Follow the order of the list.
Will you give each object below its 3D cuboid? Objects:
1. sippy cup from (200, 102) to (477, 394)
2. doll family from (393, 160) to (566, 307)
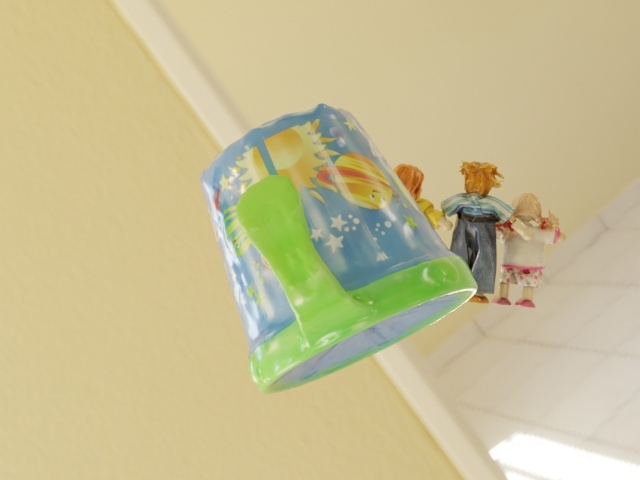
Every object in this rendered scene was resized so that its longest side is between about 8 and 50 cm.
[{"bbox_3d":[0.000,0.000,1.206,0.240,0.224,0.305,-21,-12,-25],"label":"sippy cup"},{"bbox_3d":[0.151,-0.012,1.455,0.263,0.163,0.118,5,-1,16],"label":"doll family"}]
